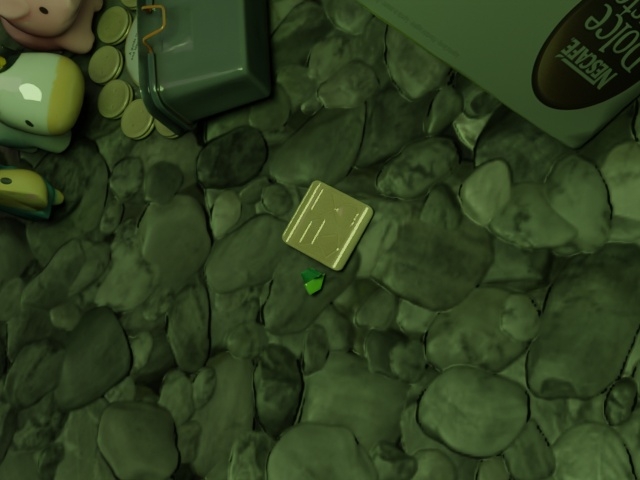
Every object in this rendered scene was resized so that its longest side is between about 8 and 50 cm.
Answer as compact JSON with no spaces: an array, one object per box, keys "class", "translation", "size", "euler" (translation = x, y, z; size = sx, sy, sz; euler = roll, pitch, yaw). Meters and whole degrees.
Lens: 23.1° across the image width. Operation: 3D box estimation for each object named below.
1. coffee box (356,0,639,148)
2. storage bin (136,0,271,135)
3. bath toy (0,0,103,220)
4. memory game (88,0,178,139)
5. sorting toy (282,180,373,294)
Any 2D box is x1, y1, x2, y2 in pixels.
[{"class":"coffee box","translation":[0.133,-0.322,1.049],"size":[0.334,0.338,0.338],"euler":[-43,57,16]},{"class":"storage bin","translation":[-0.096,-0.169,1.299],"size":[0.091,0.098,0.135],"euler":[-12,68,19]},{"class":"bath toy","translation":[-0.258,-0.199,1.396],"size":[0.151,0.129,0.348],"euler":[-6,70,46]},{"class":"memory game","translation":[-0.132,-0.175,1.385],"size":[0.186,0.012,0.186],"euler":[-11,69,31]},{"class":"sorting toy","translation":[0.000,0.000,1.237],"size":[0.062,0.012,0.083],"euler":[29,88,32]}]
